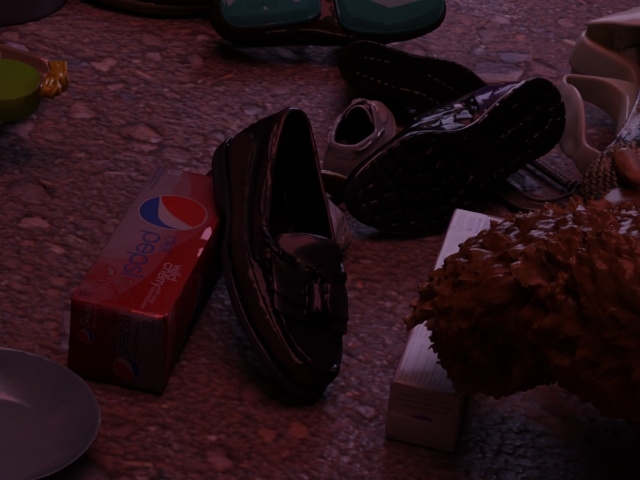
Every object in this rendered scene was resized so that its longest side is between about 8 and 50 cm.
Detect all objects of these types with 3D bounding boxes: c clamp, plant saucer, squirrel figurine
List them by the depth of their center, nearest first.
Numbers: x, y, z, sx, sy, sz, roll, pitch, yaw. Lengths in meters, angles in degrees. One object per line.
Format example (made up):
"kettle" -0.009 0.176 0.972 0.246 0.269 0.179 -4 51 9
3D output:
"plant saucer" -0.279 0.155 1.576 0.195 0.037 0.195 5 30 -3
"squirrel figurine" 0.282 0.045 1.620 0.397 0.281 0.370 15 18 -25
"c clamp" 0.230 -0.075 2.090 0.137 0.022 0.161 -11 35 -29

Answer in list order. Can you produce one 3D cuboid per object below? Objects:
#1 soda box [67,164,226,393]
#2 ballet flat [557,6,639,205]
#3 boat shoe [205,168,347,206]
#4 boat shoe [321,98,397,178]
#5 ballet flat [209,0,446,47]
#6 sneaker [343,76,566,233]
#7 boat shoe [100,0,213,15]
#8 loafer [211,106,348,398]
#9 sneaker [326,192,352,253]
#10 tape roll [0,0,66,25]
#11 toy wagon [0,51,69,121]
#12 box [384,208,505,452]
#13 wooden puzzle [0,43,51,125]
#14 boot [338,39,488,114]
"soda box" -0.151 0.030 1.769 0.092 0.083 0.263 12 30 7
"ballet flat" 0.355 -0.164 2.137 0.182 0.164 0.482 11 34 7
"boat shoe" -0.046 -0.061 1.972 0.152 0.056 0.049 1 36 -11
"boat shoe" 0.041 -0.119 2.078 0.066 0.063 0.184 16 31 15
"ballet flat" 0.006 -0.272 2.292 0.281 0.096 0.095 0 75 -7
"sneaker" 0.122 -0.086 2.032 0.283 0.107 0.124 -26 18 -31
"boat shoe" -0.143 -0.336 2.361 0.307 0.104 0.110 6 31 -3
"loafer" -0.029 0.000 1.750 0.109 0.095 0.302 25 36 -39
"sneaker" 0.000 0.000 1.875 0.083 0.071 0.190 24 33 -28
"tape roll" -0.414 -0.339 2.338 0.219 0.072 0.219 6 30 -3
"toy wagon" -0.432 -0.161 1.974 0.344 0.068 0.267 7 36 0
"box" 0.123 0.075 1.774 0.067 0.063 0.324 11 31 8
"wooden puzzle" -0.434 -0.151 2.054 0.221 0.044 0.238 17 38 15
"boot" 0.117 -0.183 2.208 0.198 0.076 0.137 27 8 -3
